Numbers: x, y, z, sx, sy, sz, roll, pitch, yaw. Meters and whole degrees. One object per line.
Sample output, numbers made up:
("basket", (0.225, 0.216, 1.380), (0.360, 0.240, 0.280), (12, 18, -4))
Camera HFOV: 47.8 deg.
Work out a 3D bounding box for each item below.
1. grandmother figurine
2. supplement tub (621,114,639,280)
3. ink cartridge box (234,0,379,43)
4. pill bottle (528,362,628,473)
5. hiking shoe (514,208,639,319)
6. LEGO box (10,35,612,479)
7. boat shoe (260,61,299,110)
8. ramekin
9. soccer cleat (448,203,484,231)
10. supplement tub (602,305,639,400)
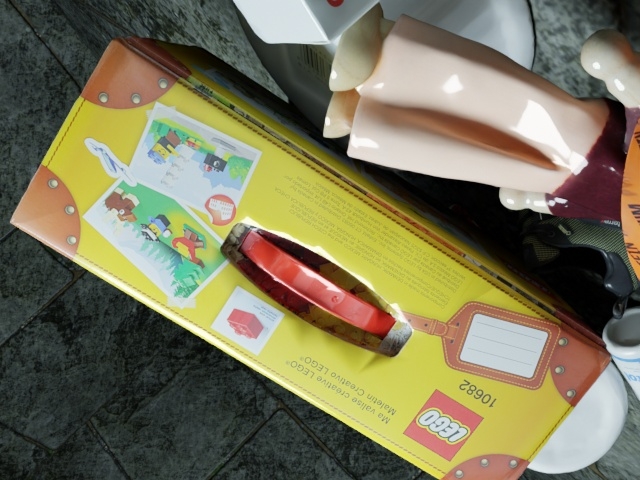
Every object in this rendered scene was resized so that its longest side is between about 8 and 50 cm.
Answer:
("grandmother figurine", (0.175, -0.059, 0.499), (0.342, 0.104, 0.208), (19, 170, 4))
("supplement tub", (0.299, 0.000, 0.255), (0.207, 0.207, 0.338), (52, 167, -28))
("ink cartridge box", (0.018, -0.237, 0.426), (0.153, 0.208, 0.087), (52, 167, -30))
("pill bottle", (0.266, 0.167, 0.940), (0.162, 0.162, 0.278), (48, -175, -10))
("hiking shoe", (0.215, -0.030, 0.676), (0.227, 0.114, 0.086), (39, 166, 29))
("LEGO box", (0.000, 0.000, 0.788), (0.500, 0.193, 0.372), (32, -168, -7))
("boat shoe", (-0.026, -0.235, 0.873), (0.095, 0.095, 0.257), (39, 167, 30))
("ramekin", (0.044, -0.194, 0.669), (0.277, 0.135, 0.277), (44, 169, 11))
("soccer cleat", (0.203, -0.016, 0.994), (0.083, 0.029, 0.035), (52, 176, -12))
("supplement tub", (0.368, 0.131, 0.805), (0.107, 0.071, 0.071), (51, 167, -25))
